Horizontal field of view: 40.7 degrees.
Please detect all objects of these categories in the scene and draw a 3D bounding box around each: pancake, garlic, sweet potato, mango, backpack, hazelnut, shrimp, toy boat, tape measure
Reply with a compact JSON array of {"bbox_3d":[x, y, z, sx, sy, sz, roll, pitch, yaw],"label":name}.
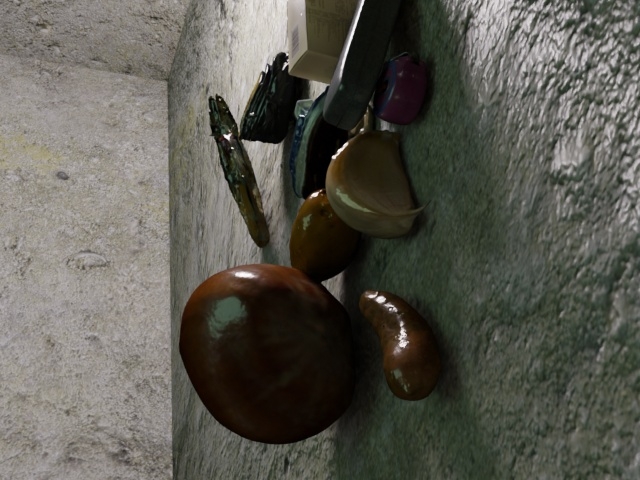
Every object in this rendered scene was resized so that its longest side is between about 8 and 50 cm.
[{"bbox_3d":[0.072,-0.205,1.738,0.158,0.028,0.158,-174,90,-68],"label":"pancake"},{"bbox_3d":[0.097,-0.089,1.512,0.164,0.145,0.245,-39,41,19],"label":"garlic"},{"bbox_3d":[0.128,0.155,1.367,0.292,0.097,0.097,-109,32,-62],"label":"sweet potato"},{"bbox_3d":[0.000,0.000,1.698,0.151,0.156,0.249,49,144,14],"label":"mango"},{"bbox_3d":[-0.117,-0.366,2.189,0.206,0.133,0.258,-120,46,-72],"label":"backpack"},{"bbox_3d":[-0.093,0.203,1.631,0.366,0.365,0.366,-173,90,-71],"label":"hazelnut"},{"bbox_3d":[-0.222,-0.195,2.260,0.272,0.085,0.445,89,163,-76],"label":"shrimp"},{"bbox_3d":[-0.013,-0.195,1.744,0.115,0.114,0.262,40,131,46],"label":"toy boat"},{"bbox_3d":[0.140,-0.264,1.496,0.118,0.074,0.125,-160,82,-76],"label":"tape measure"}]

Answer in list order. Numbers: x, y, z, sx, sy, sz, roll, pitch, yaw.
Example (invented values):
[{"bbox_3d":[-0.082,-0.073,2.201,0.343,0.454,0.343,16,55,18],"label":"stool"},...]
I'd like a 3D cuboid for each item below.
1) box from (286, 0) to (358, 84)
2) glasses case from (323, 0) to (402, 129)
[{"bbox_3d":[0.026,-0.423,1.723,0.095,0.168,0.212,137,136,-56],"label":"box"},{"bbox_3d":[0.082,-0.356,1.559,0.131,0.074,0.323,120,168,-65],"label":"glasses case"}]
